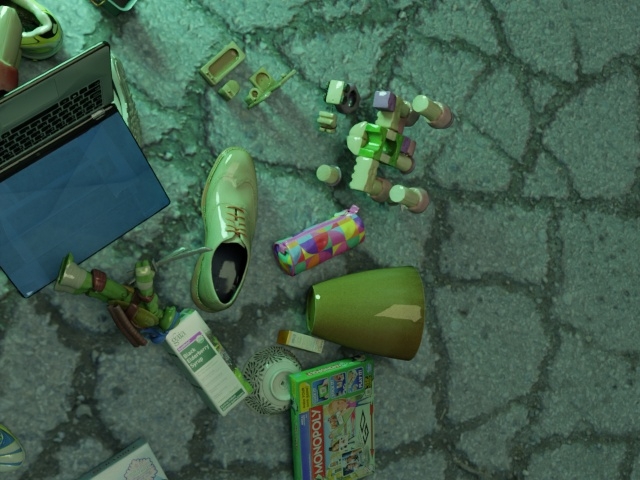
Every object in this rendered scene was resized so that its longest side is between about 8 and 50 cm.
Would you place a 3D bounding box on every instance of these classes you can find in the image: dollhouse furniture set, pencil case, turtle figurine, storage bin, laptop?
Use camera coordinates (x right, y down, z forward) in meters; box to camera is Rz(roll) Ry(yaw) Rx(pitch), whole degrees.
[{"bbox_3d":[-0.175,-0.401,1.756,0.151,0.123,0.144,49,68,-15],"label":"dollhouse furniture set"},{"bbox_3d":[0.000,0.000,1.833,0.236,0.104,0.104,-28,99,-25],"label":"pencil case"},{"bbox_3d":[-0.406,0.067,1.563,0.266,0.198,0.275,19,105,-22],"label":"turtle figurine"},{"bbox_3d":[-0.476,-0.557,1.636,0.135,0.091,0.098,36,72,-19],"label":"storage bin"},{"bbox_3d":[-0.508,-0.120,1.445,0.382,0.408,0.236,-37,87,-19],"label":"laptop"}]

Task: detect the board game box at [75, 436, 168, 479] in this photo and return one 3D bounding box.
[{"bbox_3d":[-0.444,0.650,1.588,0.318,0.066,0.318,-31,100,-25],"label":"board game box"}]

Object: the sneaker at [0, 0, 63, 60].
[{"bbox_3d":[-0.708,-0.494,1.487,0.384,0.147,0.145,16,82,-23],"label":"sneaker"}]

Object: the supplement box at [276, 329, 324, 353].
[{"bbox_3d":[-0.049,0.248,1.811,0.098,0.062,0.036,19,77,-25],"label":"supplement box"}]

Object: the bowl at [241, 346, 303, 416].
[{"bbox_3d":[-0.100,0.343,1.771,0.170,0.080,0.170,1,87,-25],"label":"bowl"}]

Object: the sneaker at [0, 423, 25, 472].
[{"bbox_3d":[-0.688,0.388,1.451,0.240,0.126,0.091,40,71,-18],"label":"sneaker"}]

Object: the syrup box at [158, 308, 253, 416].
[{"bbox_3d":[-0.267,0.276,1.684,0.093,0.096,0.237,-39,104,-23],"label":"syrup box"}]

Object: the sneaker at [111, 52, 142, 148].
[{"bbox_3d":[-0.465,-0.291,1.638,0.094,0.090,0.235,-13,102,2],"label":"sneaker"}]

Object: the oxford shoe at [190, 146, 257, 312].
[{"bbox_3d":[-0.199,-0.028,1.707,0.140,0.146,0.397,9,83,-25],"label":"oxford shoe"}]

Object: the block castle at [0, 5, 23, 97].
[{"bbox_3d":[-0.787,-0.343,1.348,0.453,0.303,0.213,14,81,-22],"label":"block castle"}]

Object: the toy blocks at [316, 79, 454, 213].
[{"bbox_3d":[0.175,-0.232,1.897,0.260,0.309,0.289,11,94,-58],"label":"toy blocks"}]

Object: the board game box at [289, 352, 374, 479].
[{"bbox_3d":[0.032,0.451,1.795,0.213,0.046,0.317,-12,109,-29],"label":"board game box"}]

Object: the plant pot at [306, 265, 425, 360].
[{"bbox_3d":[0.099,0.172,1.817,0.254,0.237,0.237,4,85,-12],"label":"plant pot"}]
